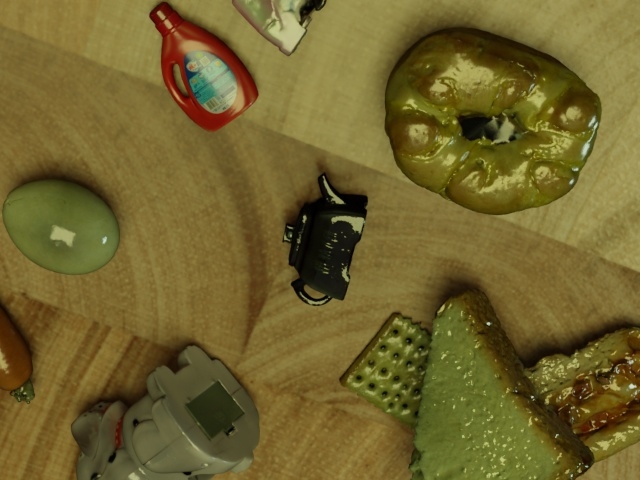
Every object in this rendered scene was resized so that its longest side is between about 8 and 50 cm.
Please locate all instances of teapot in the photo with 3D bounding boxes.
[{"bbox_3d":[0.000,0.000,1.887,0.096,0.087,0.177,13,110,-2],"label":"teapot"}]

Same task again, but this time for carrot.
[{"bbox_3d":[-0.458,0.072,1.914,0.069,0.069,0.336,-25,107,8],"label":"carrot"}]

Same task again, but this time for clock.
[{"bbox_3d":[-0.227,0.275,1.957,0.254,0.189,0.189,-34,109,27],"label":"clock"}]

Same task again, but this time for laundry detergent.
[{"bbox_3d":[-0.156,-0.218,1.820,0.097,0.049,0.165,-35,105,15],"label":"laundry detergent"}]

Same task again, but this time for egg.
[{"bbox_3d":[-0.325,-0.018,1.854,0.152,0.114,0.114,28,108,-8],"label":"egg"}]

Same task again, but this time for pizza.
[{"bbox_3d":[0.358,0.216,1.972,0.365,0.074,0.182,-21,124,2],"label":"pizza"}]

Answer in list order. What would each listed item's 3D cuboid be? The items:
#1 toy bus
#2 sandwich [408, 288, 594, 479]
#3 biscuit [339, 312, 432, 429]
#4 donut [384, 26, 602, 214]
[{"bbox_3d":[0.003,-0.358,1.747,0.112,0.090,0.274,34,107,-6],"label":"toy bus"},{"bbox_3d":[0.183,0.243,1.922,0.254,0.099,0.288,-38,75,30],"label":"sandwich"},{"bbox_3d":[0.156,0.202,2.004,0.231,0.016,0.139,34,108,-13],"label":"biscuit"},{"bbox_3d":[0.201,-0.147,1.811,0.261,0.128,0.209,24,110,-10],"label":"donut"}]
